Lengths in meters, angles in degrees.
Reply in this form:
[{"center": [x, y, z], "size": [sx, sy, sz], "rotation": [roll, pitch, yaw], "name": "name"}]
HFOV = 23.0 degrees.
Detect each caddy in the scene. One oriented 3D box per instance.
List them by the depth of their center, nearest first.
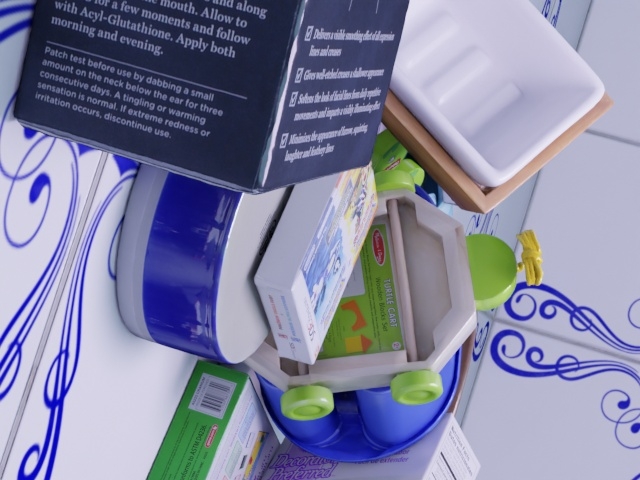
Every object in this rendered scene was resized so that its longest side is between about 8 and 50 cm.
[{"center": [0.046, 0.089, 1.852], "size": [0.179, 0.241, 0.341], "rotation": [68, 28, -59], "name": "caddy"}]

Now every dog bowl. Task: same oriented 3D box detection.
[{"center": [-0.095, -0.016, 1.542], "size": [0.265, 0.104, 0.265], "rotation": [17, 90, -75], "name": "dog bowl"}]

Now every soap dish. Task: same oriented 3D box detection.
[{"center": [0.161, -0.193, 1.815], "size": [0.229, 0.291, 0.118], "rotation": [-40, 175, -24], "name": "soap dish"}]

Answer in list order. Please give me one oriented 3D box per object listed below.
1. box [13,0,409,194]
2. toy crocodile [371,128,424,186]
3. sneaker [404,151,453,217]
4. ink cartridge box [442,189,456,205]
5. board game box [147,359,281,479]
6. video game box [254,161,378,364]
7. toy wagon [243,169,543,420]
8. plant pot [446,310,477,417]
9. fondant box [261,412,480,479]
[{"center": [-0.049, -0.260, 1.243], "size": [0.293, 0.212, 0.395], "rotation": [-19, 125, -71], "name": "box"}, {"center": [0.046, -0.098, 1.947], "size": [0.105, 0.115, 0.340], "rotation": [-48, 161, -2], "name": "toy crocodile"}, {"center": [0.126, 0.005, 2.262], "size": [0.150, 0.135, 0.366], "rotation": [66, 22, -61], "name": "sneaker"}, {"center": [0.211, -0.237, 2.155], "size": [0.371, 0.069, 0.175], "rotation": [84, 26, -43], "name": "ink cartridge box"}, {"center": [-0.129, 0.310, 1.837], "size": [0.316, 0.064, 0.242], "rotation": [75, 34, -63], "name": "board game box"}, {"center": [0.000, 0.000, 1.608], "size": [0.187, 0.048, 0.205], "rotation": [80, 30, -64], "name": "video game box"}, {"center": [0.072, 0.054, 1.716], "size": [0.068, 0.344, 0.267], "rotation": [77, 6, -63], "name": "toy wagon"}, {"center": [0.060, 0.169, 2.046], "size": [0.263, 0.229, 0.263], "rotation": [17, 90, -74], "name": "plant pot"}, {"center": [0.016, 0.348, 1.796], "size": [0.096, 0.238, 0.330], "rotation": [62, 38, -26], "name": "fondant box"}]
